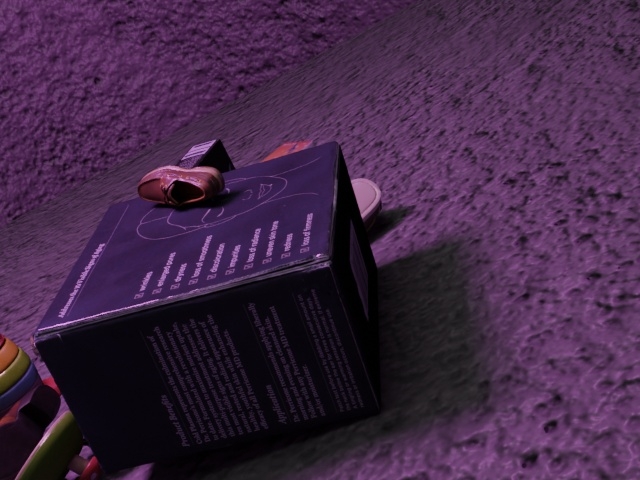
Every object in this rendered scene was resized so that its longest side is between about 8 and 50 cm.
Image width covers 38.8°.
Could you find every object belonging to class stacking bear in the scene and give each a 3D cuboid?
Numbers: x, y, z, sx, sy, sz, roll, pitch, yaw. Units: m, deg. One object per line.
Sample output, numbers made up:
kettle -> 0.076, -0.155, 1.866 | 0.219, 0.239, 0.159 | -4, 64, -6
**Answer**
stacking bear -> -0.698, 0.264, 1.927 | 0.164, 0.289, 0.175 | -24, 23, 12

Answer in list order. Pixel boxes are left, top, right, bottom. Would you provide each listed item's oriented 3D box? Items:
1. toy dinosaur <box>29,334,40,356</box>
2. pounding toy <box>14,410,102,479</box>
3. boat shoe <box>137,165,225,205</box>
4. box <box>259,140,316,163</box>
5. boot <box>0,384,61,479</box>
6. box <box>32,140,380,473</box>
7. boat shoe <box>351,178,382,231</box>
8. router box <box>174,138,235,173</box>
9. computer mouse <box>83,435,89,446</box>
toy dinosaur -> -0.599, 0.250, 2.145 | 0.118, 0.064, 0.268 | -46, 29, -21
pounding toy -> -0.451, 0.417, 1.543 | 0.237, 0.110, 0.183 | -59, 1, -24
boat shoe -> -0.257, -0.093, 1.608 | 0.178, 0.064, 0.060 | -2, 28, 28
box -> -0.093, -0.180, 2.402 | 0.170, 0.091, 0.130 | -43, 26, -30
boot -> -0.629, 0.419, 1.694 | 0.280, 0.096, 0.264 | -41, 21, 22
box -> -0.158, 0.096, 1.565 | 0.472, 0.297, 0.480 | -13, 25, 10
boat shoe -> 0.000, 0.000, 1.913 | 0.324, 0.097, 0.116 | -41, 66, -18
router box -> -0.225, -0.027, 1.956 | 0.081, 0.309, 0.243 | -13, 27, 28
computer mouse -> -0.351, 0.309, 1.704 | 0.184, 0.060, 0.262 | 1, 35, 38
